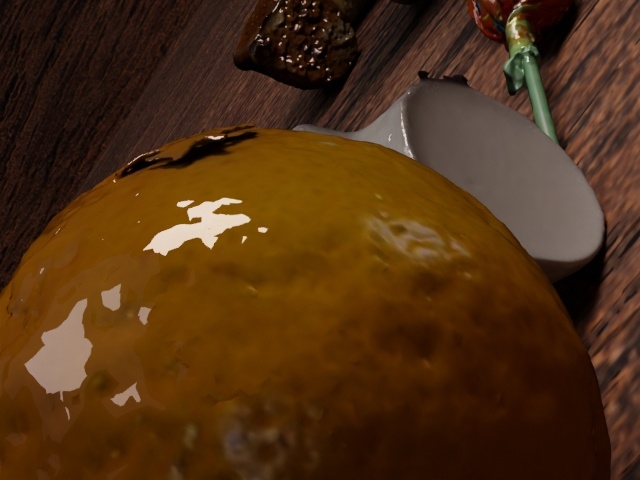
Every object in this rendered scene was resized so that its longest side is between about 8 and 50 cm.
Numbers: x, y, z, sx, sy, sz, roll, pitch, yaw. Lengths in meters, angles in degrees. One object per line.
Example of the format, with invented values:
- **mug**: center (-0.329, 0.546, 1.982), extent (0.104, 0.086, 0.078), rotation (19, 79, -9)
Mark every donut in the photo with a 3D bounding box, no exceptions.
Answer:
- **donut**: center (0.006, -0.217, 1.210), extent (0.217, 0.085, 0.141), rotation (-61, 13, -13)

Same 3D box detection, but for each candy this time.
- **candy**: center (0.106, -0.089, 0.686), extent (0.060, 0.060, 0.201), rotation (-50, 24, 32)

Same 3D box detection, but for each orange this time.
- **orange**: center (-0.014, 0.075, 0.413), extent (0.219, 0.193, 0.219), rotation (9, -90, -67)

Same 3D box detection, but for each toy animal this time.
- **toy animal**: center (0.006, 0.031, 0.600), extent (0.221, 0.131, 0.104), rotation (-48, 59, 40)

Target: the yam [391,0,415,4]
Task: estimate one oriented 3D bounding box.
- **yam**: center (0.113, -0.245, 0.959), extent (0.241, 0.057, 0.057), rotation (-42, 21, 50)
